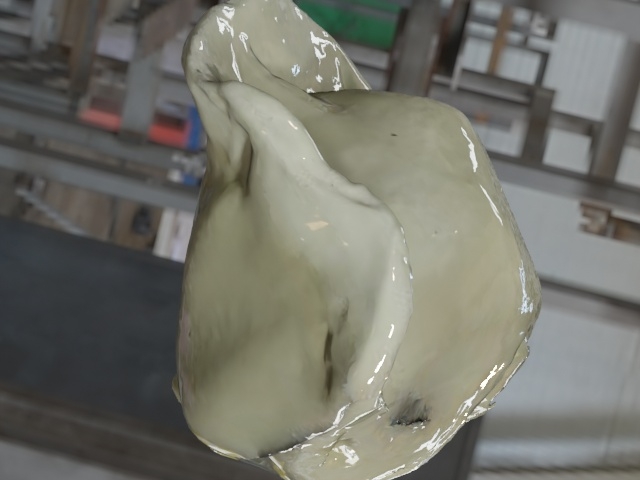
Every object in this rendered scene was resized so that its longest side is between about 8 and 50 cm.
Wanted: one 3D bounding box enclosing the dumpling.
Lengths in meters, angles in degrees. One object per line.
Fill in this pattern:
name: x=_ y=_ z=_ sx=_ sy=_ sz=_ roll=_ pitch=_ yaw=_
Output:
dumpling: x=0.000 y=0.000 z=0.785 sx=0.243 sy=0.187 sz=0.318 roll=65 pitch=11 yaw=3
